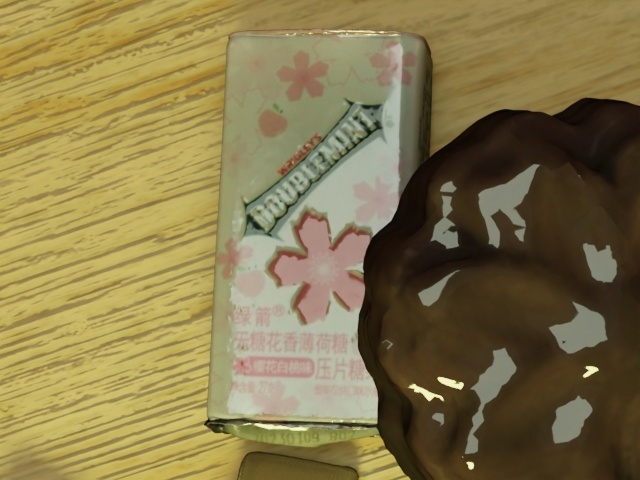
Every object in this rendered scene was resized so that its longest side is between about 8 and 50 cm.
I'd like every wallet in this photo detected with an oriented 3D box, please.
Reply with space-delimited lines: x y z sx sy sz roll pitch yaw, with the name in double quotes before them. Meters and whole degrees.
"wallet" -0.034 0.267 1.751 0.118 0.039 0.153 12 73 10

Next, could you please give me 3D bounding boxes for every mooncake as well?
"mooncake" 0.208 0.065 1.606 0.350 0.212 0.381 30 87 -9

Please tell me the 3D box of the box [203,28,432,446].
"box" 0.000 0.000 1.763 0.190 0.112 0.370 0 79 11
